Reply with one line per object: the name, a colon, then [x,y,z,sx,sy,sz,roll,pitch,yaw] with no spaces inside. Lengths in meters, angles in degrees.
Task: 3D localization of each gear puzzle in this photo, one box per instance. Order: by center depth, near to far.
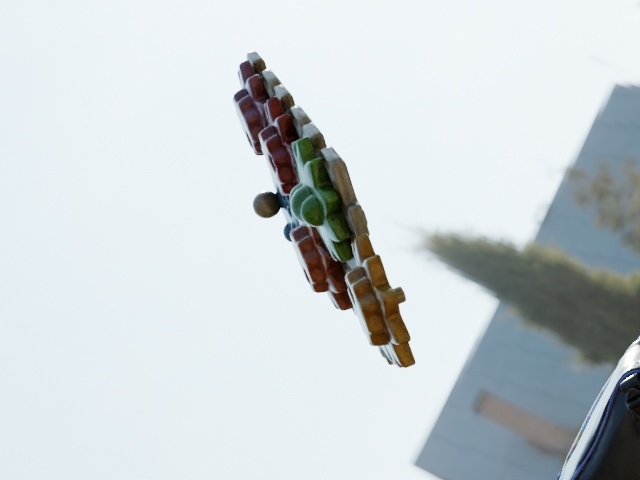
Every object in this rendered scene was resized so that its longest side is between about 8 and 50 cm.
gear puzzle: [0.000,0.000,1.122,0.044,0.339,0.175,-22,-62,-7]

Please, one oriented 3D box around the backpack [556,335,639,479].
backpack: [0.238,0.157,1.010,0.117,0.173,0.158,-46,-20,-70]
